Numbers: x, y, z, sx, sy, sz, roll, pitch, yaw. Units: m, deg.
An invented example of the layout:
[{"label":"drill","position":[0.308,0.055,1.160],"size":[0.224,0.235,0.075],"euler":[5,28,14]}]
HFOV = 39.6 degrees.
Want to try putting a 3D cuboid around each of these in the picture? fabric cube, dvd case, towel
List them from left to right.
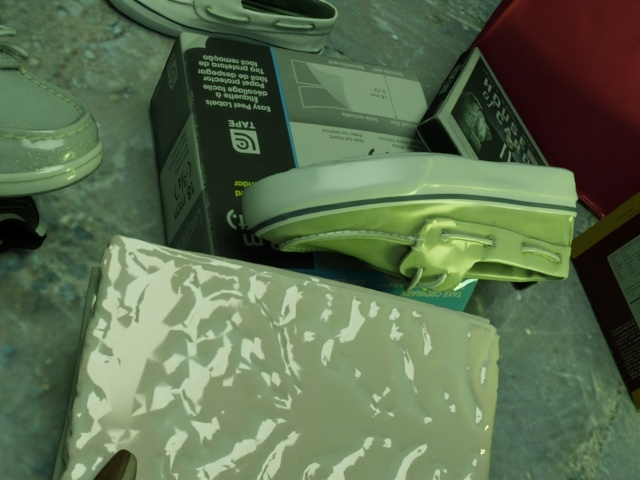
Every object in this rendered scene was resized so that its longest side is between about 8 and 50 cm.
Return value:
[{"label":"towel","position":[-0.024,0.187,0.598],"size":[0.317,0.053,0.331],"euler":[15,73,-22]},{"label":"dvd case","position":[0.171,-0.080,0.869],"size":[0.179,0.030,0.238],"euler":[55,30,-13]},{"label":"fabric cube","position":[0.341,-0.232,0.995],"size":[0.259,0.254,0.258],"euler":[39,49,-3]}]

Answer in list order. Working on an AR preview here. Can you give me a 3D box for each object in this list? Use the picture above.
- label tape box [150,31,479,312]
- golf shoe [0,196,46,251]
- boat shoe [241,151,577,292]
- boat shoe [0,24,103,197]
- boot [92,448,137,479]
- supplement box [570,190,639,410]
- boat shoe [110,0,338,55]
[{"label":"label tape box","position":[0.000,0.000,0.748],"size":[0.241,0.106,0.333],"euler":[3,60,-28]},{"label":"golf shoe","position":[-0.276,0.006,0.603],"size":[0.094,0.077,0.198],"euler":[48,51,5]},{"label":"boat shoe","position":[0.086,-0.008,0.665],"size":[0.303,0.109,0.094],"euler":[-2,81,-31]},{"label":"boat shoe","position":[-0.296,-0.124,0.601],"size":[0.321,0.103,0.118],"euler":[25,36,9]},{"label":"boot","position":[-0.110,0.192,0.507],"size":[0.087,0.042,0.118],"euler":[38,66,-20]},{"label":"supplement box","position":[0.401,0.056,0.928],"size":[0.191,0.129,0.194],"euler":[-1,62,-31]},{"label":"boat shoe","position":[-0.091,-0.240,0.866],"size":[0.226,0.076,0.083],"euler":[9,57,-25]}]
